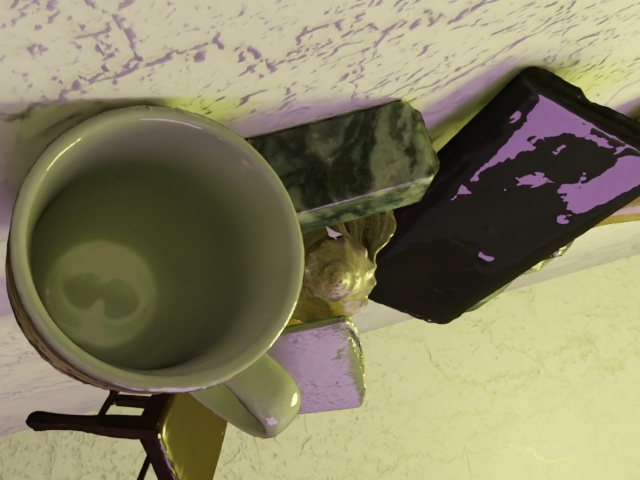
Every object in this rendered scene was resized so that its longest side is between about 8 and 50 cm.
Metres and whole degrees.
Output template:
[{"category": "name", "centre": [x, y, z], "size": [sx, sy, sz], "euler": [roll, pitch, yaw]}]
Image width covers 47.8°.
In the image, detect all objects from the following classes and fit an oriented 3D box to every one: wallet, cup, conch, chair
[{"category": "wallet", "centre": [0.195, -0.028, 0.887], "size": [0.228, 0.062, 0.406], "euler": [23, 138, -21]}, {"category": "cup", "centre": [-0.143, 0.057, 0.657], "size": [0.227, 0.301, 0.257], "euler": [-44, -171, -28]}, {"category": "conch", "centre": [0.000, 0.000, 0.870], "size": [0.178, 0.163, 0.245], "euler": [-28, -165, -6]}, {"category": "chair", "centre": [-0.120, 0.188, 0.791], "size": [0.319, 0.186, 0.160], "euler": [-1, 125, 13]}]

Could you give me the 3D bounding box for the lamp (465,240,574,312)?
[{"category": "lamp", "centre": [0.258, 0.011, 1.093], "size": [0.314, 0.182, 0.182], "euler": [-16, 170, 40]}]

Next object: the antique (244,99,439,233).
[{"category": "antique", "centre": [0.023, -0.070, 0.729], "size": [0.183, 0.088, 0.086], "euler": [-15, 168, -5]}]

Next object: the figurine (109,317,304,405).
[{"category": "figurine", "centre": [-0.134, 0.124, 1.035], "size": [0.340, 0.231, 0.323], "euler": [-5, 167, -16]}]

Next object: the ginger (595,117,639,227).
[{"category": "ginger", "centre": [0.418, -0.092, 1.014], "size": [0.267, 0.138, 0.152], "euler": [-28, 119, 22]}]
